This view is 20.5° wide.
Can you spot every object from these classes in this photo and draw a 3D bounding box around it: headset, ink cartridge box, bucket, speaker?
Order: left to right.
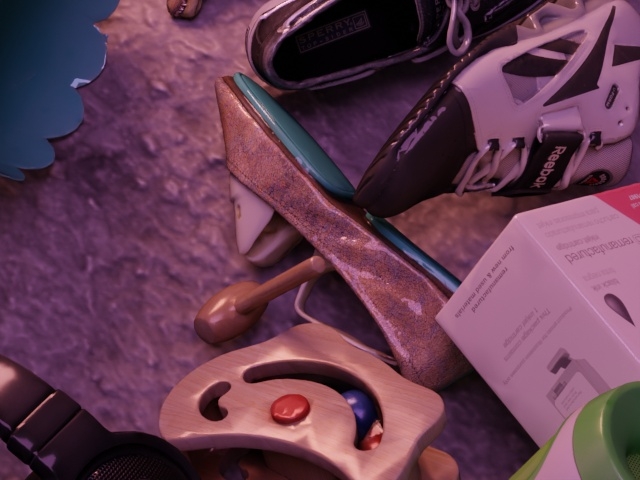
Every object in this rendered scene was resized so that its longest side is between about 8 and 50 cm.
[{"bbox_3d":[-0.284,-0.194,1.377,0.183,0.281,0.281,16,66,11],"label":"bucket"},{"bbox_3d":[-0.143,0.210,1.211,0.394,0.243,0.185,42,51,4],"label":"headset"},{"bbox_3d":[0.144,0.215,1.136,0.131,0.296,0.131,19,44,-20],"label":"speaker"},{"bbox_3d":[0.252,0.104,1.248,0.207,0.117,0.283,-13,57,-47],"label":"ink cartridge box"}]

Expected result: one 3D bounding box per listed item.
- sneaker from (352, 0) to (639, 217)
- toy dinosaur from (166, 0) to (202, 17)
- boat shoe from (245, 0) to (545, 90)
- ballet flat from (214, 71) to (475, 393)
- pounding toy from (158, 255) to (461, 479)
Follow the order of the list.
[{"bbox_3d":[0.167,-0.088,1.362,0.330,0.122,0.146,-36,82,-34],"label":"sneaker"},{"bbox_3d":[-0.012,-0.272,1.520,0.268,0.064,0.118,-41,63,-20],"label":"toy dinosaur"},{"bbox_3d":[0.087,-0.201,1.432,0.306,0.105,0.113,-18,107,-7],"label":"boat shoe"},{"bbox_3d":[0.000,0.000,1.367,0.106,0.107,0.316,-48,68,8],"label":"ballet flat"},{"bbox_3d":[-0.031,0.114,1.256,0.154,0.155,0.269,-34,40,-25],"label":"pounding toy"}]
